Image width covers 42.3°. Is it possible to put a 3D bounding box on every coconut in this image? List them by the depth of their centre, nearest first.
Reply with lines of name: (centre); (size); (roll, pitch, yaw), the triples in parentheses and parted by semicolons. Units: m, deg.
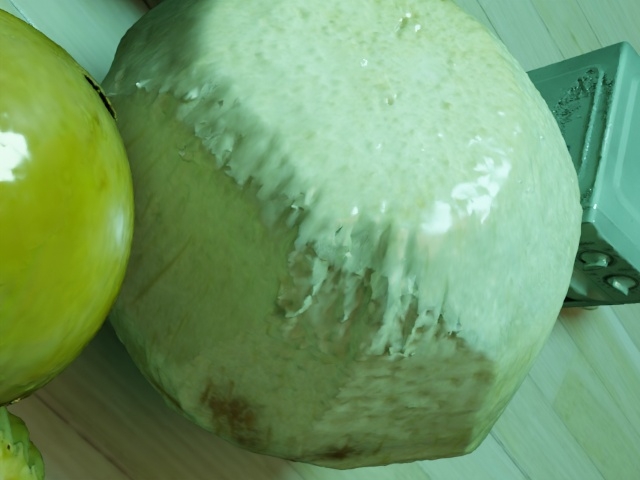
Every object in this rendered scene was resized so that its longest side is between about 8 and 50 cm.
coconut: (0.000, 0.000, 0.651); (0.344, 0.415, 0.415); (-21, 98, -20)

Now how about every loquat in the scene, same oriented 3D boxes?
loquat: (-0.224, -0.023, 0.434); (0.263, 0.263, 0.263); (7, 79, -41)

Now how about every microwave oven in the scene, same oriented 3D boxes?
microwave oven: (0.227, -0.045, 0.900); (0.181, 0.295, 0.237); (35, 62, -32)

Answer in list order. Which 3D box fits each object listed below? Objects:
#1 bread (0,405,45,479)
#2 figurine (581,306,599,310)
bread: (-0.275, 0.195, 0.526); (0.240, 0.139, 0.240); (11, 73, -41)
figurine: (0.405, -0.049, 1.156); (0.332, 0.185, 0.204); (-55, 150, -52)
